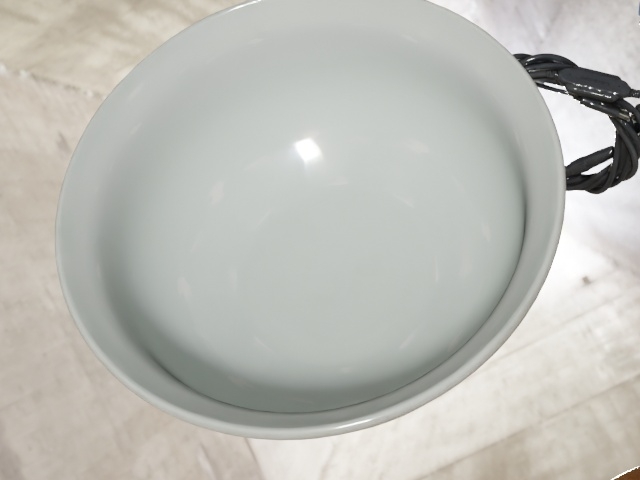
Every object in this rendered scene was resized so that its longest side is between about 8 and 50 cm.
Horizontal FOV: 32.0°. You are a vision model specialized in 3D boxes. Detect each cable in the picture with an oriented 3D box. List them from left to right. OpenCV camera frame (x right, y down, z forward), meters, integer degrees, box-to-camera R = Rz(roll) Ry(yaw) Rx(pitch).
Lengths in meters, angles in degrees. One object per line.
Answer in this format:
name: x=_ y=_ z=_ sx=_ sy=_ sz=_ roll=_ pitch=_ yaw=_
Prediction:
cable: x=0.239 y=-0.118 z=1.145 sx=0.151 sy=0.184 sz=0.047 roll=92 pitch=-164 yaw=-46

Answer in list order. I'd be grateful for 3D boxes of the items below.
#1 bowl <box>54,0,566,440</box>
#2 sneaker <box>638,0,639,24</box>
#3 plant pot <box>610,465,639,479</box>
bowl: x=0.000 y=0.000 z=0.688 sx=0.134 sy=0.297 sz=0.298 roll=68 pitch=180 yaw=-59
sneaker: x=0.304 y=-0.232 z=0.903 sx=0.091 sy=0.126 sz=0.240 roll=-14 pitch=-87 yaw=-47
plant pot: x=0.227 y=0.250 z=0.582 sx=0.291 sy=0.290 sz=0.204 roll=-102 pitch=-4 yaw=-59
